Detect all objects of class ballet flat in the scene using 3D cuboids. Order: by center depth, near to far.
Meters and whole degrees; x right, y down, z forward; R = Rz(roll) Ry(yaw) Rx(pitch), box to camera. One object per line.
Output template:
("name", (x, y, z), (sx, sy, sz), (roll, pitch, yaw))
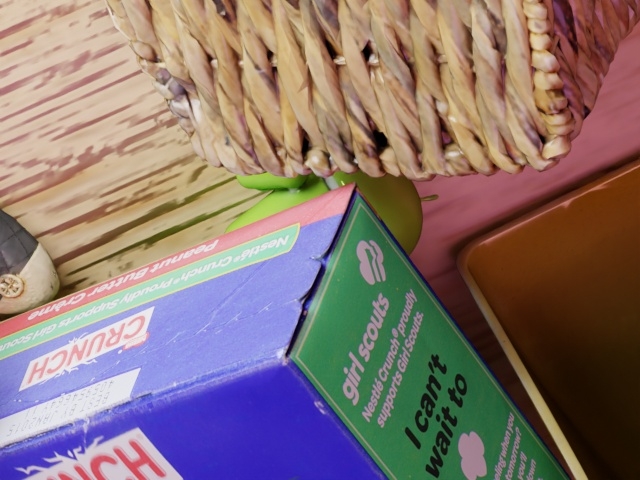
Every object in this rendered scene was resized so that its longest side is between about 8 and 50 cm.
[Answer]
("ballet flat", (-0.200, -0.005, 0.912), (0.173, 0.049, 0.057), (27, 107, -22))

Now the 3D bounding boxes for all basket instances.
("basket", (0.018, -0.200, 0.846), (0.213, 0.223, 0.299), (0, 120, 24))

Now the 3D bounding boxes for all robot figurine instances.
("robot figurine", (0.000, 0.000, 0.949), (0.115, 0.067, 0.101), (-38, 122, 7))

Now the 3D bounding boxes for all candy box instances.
("candy box", (-0.021, 0.158, 0.934), (0.268, 0.122, 0.317), (-20, 123, 31))

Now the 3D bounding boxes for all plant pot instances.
("plant pot", (0.220, 0.083, 0.972), (0.212, 0.212, 0.187), (-26, 131, 0))
